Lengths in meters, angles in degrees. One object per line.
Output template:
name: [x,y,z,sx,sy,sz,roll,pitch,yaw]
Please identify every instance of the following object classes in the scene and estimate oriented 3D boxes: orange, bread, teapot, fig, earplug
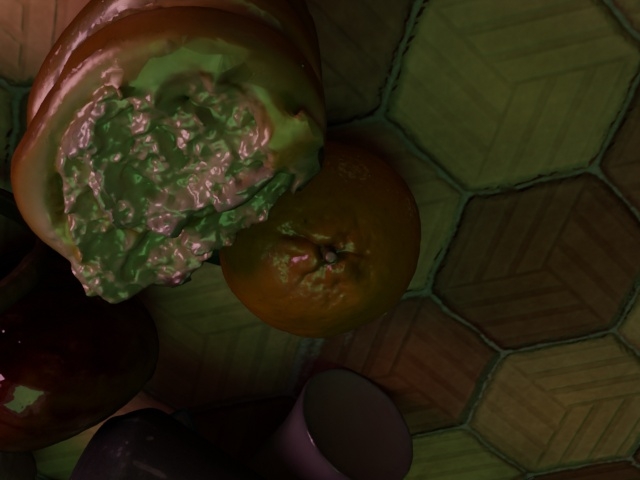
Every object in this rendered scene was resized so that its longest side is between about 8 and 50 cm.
orange: [-0.001,0.000,0.989,0.219,0.193,0.219,6,116,12]
bread: [-0.150,-0.130,0.840,0.315,0.270,0.211,-32,135,29]
teapot: [-0.126,0.377,1.065,0.344,0.253,0.300,18,100,6]
fig: [-0.313,0.123,1.056,0.263,0.224,0.224,-18,131,-27]
earplug: [-0.034,0.325,1.246,0.172,0.172,0.301,28,126,-20]

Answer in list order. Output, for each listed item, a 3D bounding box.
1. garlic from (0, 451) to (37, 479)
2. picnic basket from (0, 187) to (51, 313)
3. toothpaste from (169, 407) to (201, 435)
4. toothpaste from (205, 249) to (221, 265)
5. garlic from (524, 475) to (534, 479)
garlic: [-0.544,0.329,1.207,0.322,0.241,0.322,0,105,1]
picnic basket: [-0.427,0.001,0.891,0.337,0.293,0.337,7,118,14]
toothpaste: [-0.154,0.356,1.228,0.050,0.065,0.267,-30,87,55]
toothpaste: [-0.178,-0.003,1.076,0.204,0.031,0.049,14,126,-13]
garlic: [0.266,0.440,1.384,0.128,0.090,0.198,-16,119,-7]
